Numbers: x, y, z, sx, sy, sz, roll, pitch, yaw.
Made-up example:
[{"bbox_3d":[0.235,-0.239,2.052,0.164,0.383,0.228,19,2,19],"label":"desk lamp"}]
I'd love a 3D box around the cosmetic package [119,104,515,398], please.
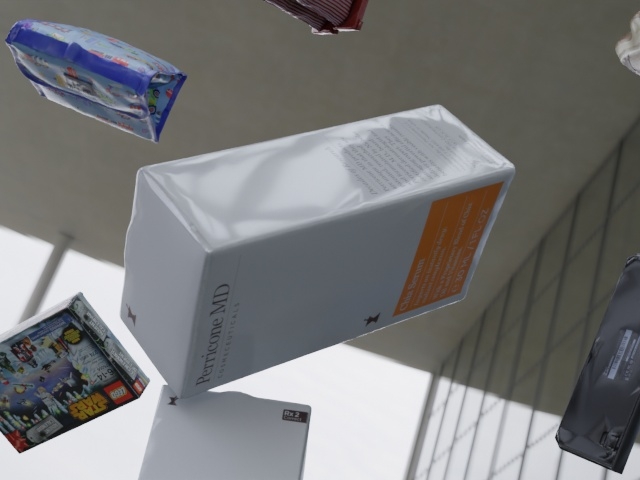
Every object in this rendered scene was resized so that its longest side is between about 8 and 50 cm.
[{"bbox_3d":[0.000,0.000,1.304,0.161,0.453,0.230,47,-42,34],"label":"cosmetic package"}]

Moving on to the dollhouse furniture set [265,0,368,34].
[{"bbox_3d":[0.003,-0.541,1.725,0.201,0.374,0.152,20,-6,-29],"label":"dollhouse furniture set"}]

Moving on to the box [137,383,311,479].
[{"bbox_3d":[-0.112,0.279,1.230,0.181,0.182,0.119,7,-44,3],"label":"box"}]

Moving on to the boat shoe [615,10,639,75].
[{"bbox_3d":[0.421,-0.201,1.233,0.123,0.123,0.342,-22,-4,12],"label":"boat shoe"}]

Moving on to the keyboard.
[{"bbox_3d":[0.259,0.098,0.866,0.023,0.180,0.108,25,-6,-25],"label":"keyboard"}]

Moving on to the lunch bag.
[{"bbox_3d":[-0.352,-0.272,1.693,0.221,0.138,0.293,23,-2,1],"label":"lunch bag"}]

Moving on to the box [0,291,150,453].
[{"bbox_3d":[-0.217,0.108,0.857,0.137,0.027,0.094,-27,-71,25],"label":"box"}]
